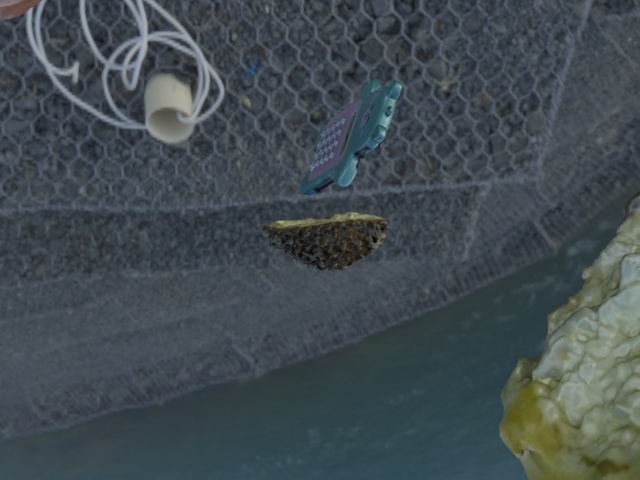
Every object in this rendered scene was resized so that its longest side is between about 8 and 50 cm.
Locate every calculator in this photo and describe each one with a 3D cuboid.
[{"bbox_3d":[0.022,-0.081,0.672,0.019,0.094,0.141,25,160,-19],"label":"calculator"}]

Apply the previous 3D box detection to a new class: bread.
[{"bbox_3d":[0.313,0.113,0.614,0.270,0.211,0.316,41,84,-16],"label":"bread"}]

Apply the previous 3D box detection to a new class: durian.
[{"bbox_3d":[-0.002,-0.009,0.770,0.130,0.066,0.052,-2,139,24],"label":"durian"}]

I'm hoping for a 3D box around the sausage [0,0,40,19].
[{"bbox_3d":[-0.204,-0.133,0.344,0.194,0.077,0.077,6,136,-17],"label":"sausage"}]
